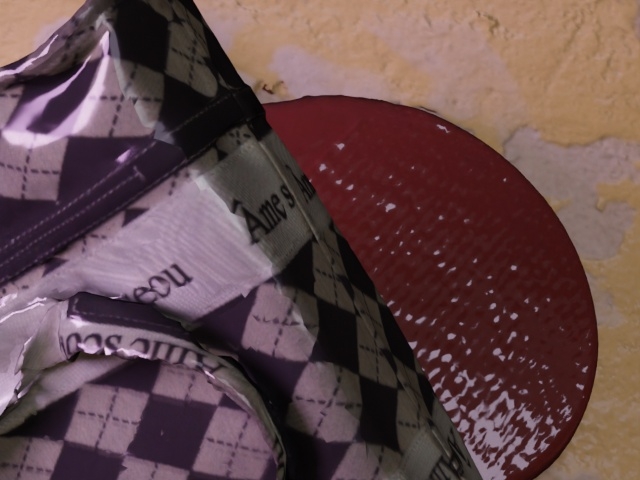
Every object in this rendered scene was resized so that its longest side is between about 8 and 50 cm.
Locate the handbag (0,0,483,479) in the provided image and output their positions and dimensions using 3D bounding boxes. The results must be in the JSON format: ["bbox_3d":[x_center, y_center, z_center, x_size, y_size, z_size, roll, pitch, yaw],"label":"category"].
[{"bbox_3d":[-0.103,0.115,0.851,0.317,0.180,0.416,-29,96,17],"label":"handbag"}]

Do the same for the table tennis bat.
[{"bbox_3d":[0.000,0.000,1.103,0.414,0.051,0.268,41,67,6],"label":"table tennis bat"}]
